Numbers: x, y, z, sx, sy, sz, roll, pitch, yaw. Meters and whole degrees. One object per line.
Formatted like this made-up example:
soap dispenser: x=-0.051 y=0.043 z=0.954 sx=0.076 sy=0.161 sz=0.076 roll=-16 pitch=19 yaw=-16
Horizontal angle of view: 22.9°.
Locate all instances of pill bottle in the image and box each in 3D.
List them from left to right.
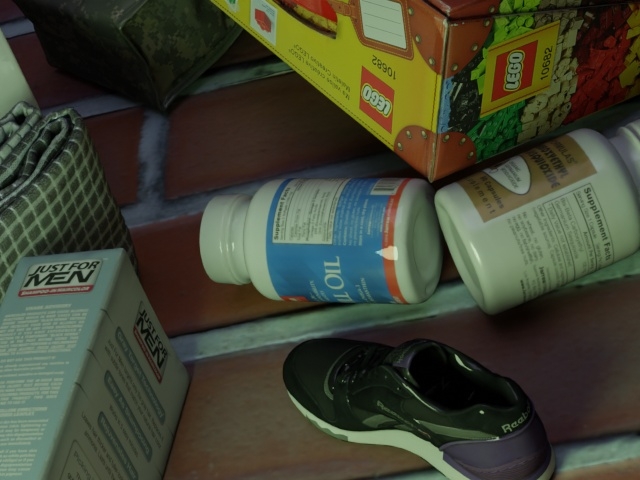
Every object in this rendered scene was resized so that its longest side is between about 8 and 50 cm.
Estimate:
pill bottle: x=0.000 y=0.000 z=1.552 sx=0.222 sy=0.124 sz=0.124 roll=0 pitch=45 yaw=24
pill bottle: x=0.235 y=-0.031 z=1.485 sx=0.229 sy=0.131 sz=0.131 roll=-23 pitch=41 yaw=-4

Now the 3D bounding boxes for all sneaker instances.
sneaker: x=0.077 y=0.121 z=1.388 sx=0.283 sy=0.124 sz=0.107 roll=18 pitch=53 yaw=36

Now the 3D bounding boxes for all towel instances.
towel: x=-0.298 y=0.038 z=1.550 sx=0.121 sy=0.235 sz=0.283 roll=13 pitch=51 yaw=25

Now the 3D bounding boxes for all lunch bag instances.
lunch bag: x=-0.198 y=-0.324 z=1.950 sx=0.235 sy=0.169 sz=0.287 roll=23 pitch=61 yaw=39

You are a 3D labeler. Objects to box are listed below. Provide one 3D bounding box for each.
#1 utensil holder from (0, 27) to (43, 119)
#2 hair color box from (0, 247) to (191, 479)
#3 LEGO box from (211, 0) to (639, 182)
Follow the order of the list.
utensil holder: x=-0.511 y=-0.111 z=1.729 sx=0.385 sy=0.327 sz=0.327 roll=-26 pitch=41 yaw=-8
hair color box: x=-0.233 y=0.204 z=1.377 sx=0.114 sy=0.185 sz=0.374 roll=-5 pitch=43 yaw=18
LEGO box: x=0.112 y=-0.320 z=1.685 sx=0.372 sy=0.193 sz=0.500 roll=-23 pitch=46 yaw=-28
